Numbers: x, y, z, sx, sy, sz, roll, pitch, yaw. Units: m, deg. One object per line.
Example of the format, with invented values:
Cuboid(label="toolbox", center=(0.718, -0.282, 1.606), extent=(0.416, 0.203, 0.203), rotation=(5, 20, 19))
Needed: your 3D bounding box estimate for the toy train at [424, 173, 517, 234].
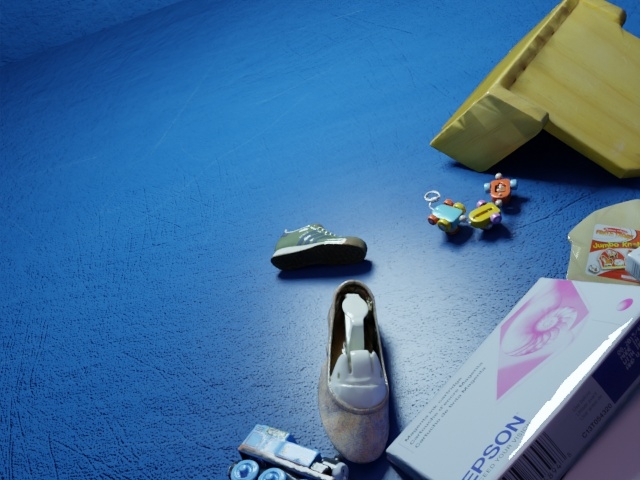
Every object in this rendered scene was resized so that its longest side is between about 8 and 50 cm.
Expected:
Cuboid(label="toy train", center=(0.274, -0.058, 1.379), extent=(0.166, 0.046, 0.125), rotation=(-10, 40, 14))

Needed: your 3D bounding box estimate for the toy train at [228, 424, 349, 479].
Cuboid(label="toy train", center=(-0.043, 0.330, 1.079), extent=(0.184, 0.080, 0.105), rotation=(8, 43, 34))

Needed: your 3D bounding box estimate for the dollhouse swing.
Cuboid(label="dollhouse swing", center=(0.471, -0.245, 1.474), extent=(0.347, 0.305, 0.315), rotation=(-49, 3, -27))

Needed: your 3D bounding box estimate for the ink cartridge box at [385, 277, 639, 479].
Cuboid(label="ink cartridge box", center=(0.233, 0.180, 0.960), extent=(0.324, 0.071, 0.330), rotation=(-45, 13, -13))

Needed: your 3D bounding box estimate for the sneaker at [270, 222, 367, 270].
Cuboid(label="sneaker", center=(0.000, 0.000, 1.438), extent=(0.192, 0.064, 0.086), rotation=(-8, 46, 25))

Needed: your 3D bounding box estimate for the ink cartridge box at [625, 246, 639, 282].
Cuboid(label="ink cartridge box", center=(0.587, 0.042, 1.057), extent=(0.224, 0.045, 0.223), rotation=(-29, 46, -12))

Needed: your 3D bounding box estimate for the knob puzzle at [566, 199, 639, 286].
Cuboid(label="knob puzzle", center=(0.479, 0.015, 1.179), extent=(0.213, 0.030, 0.213), rotation=(-7, 48, 7))

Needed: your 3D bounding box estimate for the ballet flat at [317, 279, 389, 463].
Cuboid(label="ballet flat", center=(0.049, 0.180, 1.160), extent=(0.108, 0.106, 0.316), rotation=(2, 40, -7))

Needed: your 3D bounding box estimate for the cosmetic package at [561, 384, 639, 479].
Cuboid(label="cosmetic package", center=(0.373, 0.290, 0.824), extent=(0.197, 0.155, 0.365), rotation=(25, 59, 35))
